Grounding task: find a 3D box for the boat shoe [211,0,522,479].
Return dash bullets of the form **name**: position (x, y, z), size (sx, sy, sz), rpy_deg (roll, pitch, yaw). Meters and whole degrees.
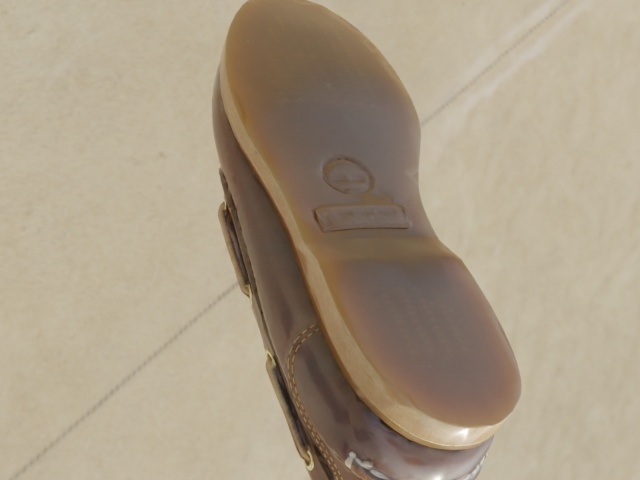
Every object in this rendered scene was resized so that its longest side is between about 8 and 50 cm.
- **boat shoe**: position (0.000, 0.000, 0.383), size (0.073, 0.207, 0.073), rpy_deg (6, 134, -21)
